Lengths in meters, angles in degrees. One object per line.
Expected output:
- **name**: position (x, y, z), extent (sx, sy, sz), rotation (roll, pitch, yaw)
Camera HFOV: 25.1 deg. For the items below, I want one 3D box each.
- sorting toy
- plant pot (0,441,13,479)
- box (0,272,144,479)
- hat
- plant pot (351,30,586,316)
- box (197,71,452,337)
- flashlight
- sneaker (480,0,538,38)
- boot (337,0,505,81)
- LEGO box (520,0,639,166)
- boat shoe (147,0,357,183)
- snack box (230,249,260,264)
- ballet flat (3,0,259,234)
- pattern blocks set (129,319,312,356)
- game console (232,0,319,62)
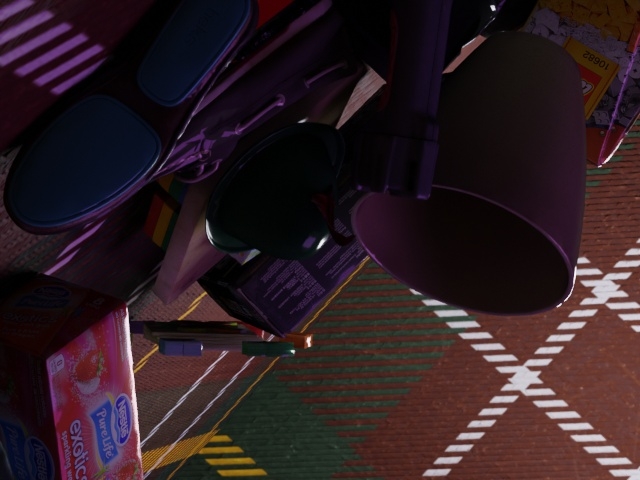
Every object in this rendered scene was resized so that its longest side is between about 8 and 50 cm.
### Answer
- **sorting toy**: position (-0.095, -0.086, 1.597), extent (0.257, 0.089, 0.255), rotation (-42, 170, -30)
- **plant pot**: position (-0.416, 0.307, 1.321), extent (0.195, 0.290, 0.290), rotation (3, 140, -32)
- **box**: position (-0.270, 0.180, 1.462), extent (0.128, 0.123, 0.256), rotation (-39, 136, -49)
- **hat**: position (0.000, 0.000, 1.429), extent (0.208, 0.183, 0.173), rotation (-5, 133, -51)
- **plant pot**: position (0.202, -0.096, 1.640), extent (0.256, 0.257, 0.274), rotation (115, -2, -63)
- **box**: position (0.023, -0.054, 1.872), extent (0.395, 0.097, 0.318), rotation (-45, -169, -10)
- **flashlight**: position (0.083, -0.197, 1.441), extent (0.103, 0.103, 0.304), rotation (-8, 106, -82)
- **sneaker**: position (0.301, -0.427, 2.034), extent (0.281, 0.106, 0.162), rotation (-56, 169, -13)
- **boot**: position (0.222, -0.379, 1.618), extent (0.445, 0.146, 0.367), rotation (-47, -178, 20)
- **LEGO box**: position (0.460, -0.386, 2.030), extent (0.372, 0.193, 0.500), rotation (-62, 173, 35)
- **boat shoe**: position (-0.079, -0.122, 1.377), extent (0.335, 0.095, 0.112), rotation (-43, -158, -32)
- **snack box**: position (-0.043, -0.047, 1.591), extent (0.141, 0.037, 0.100), rotation (-55, 168, 33)
- **ballet flat**: position (-0.153, -0.109, 1.215), extent (0.280, 0.095, 0.096), rotation (-46, -177, -9)
- **pattern blocks set**: position (-0.151, 0.121, 1.851), extent (0.285, 0.026, 0.325), rotation (2, -179, -26)
- **game console**: position (-0.060, -0.236, 1.348), extent (0.144, 0.085, 0.124), rotation (-42, -159, -31)
